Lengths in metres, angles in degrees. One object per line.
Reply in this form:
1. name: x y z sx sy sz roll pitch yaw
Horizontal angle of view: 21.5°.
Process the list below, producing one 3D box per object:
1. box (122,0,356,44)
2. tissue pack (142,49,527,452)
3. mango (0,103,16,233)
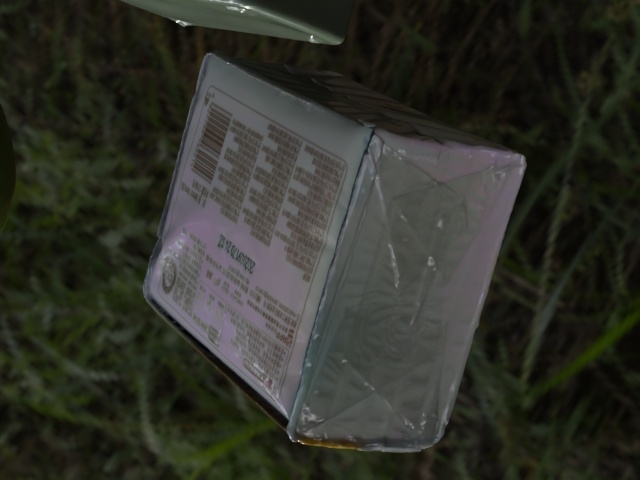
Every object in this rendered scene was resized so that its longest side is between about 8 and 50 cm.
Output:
1. box: -0.066 -0.223 1.228 0.210 0.129 0.148 15 179 43
2. tissue pack: 0.000 0.000 1.025 0.124 0.185 0.225 8 -167 -31
3. mango: -0.194 -0.076 0.767 0.086 0.122 0.191 -14 119 1
